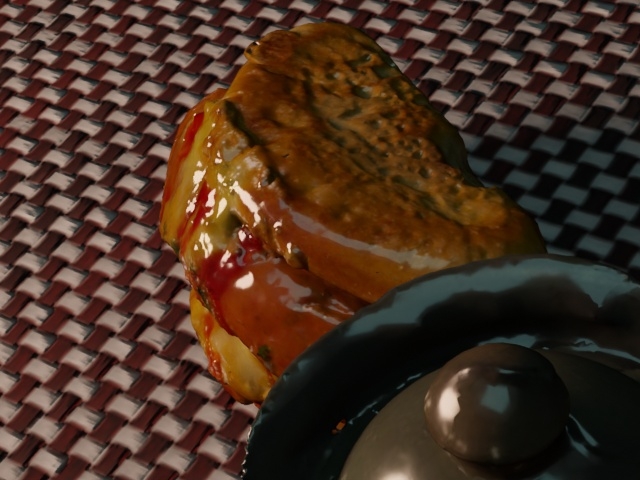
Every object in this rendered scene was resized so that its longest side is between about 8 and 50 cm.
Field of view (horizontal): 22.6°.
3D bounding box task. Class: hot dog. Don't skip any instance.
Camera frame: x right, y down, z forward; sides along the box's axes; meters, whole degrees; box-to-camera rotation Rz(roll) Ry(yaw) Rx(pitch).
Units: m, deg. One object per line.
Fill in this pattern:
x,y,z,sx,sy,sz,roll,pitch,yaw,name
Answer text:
0.000,0.000,0.813,0.153,0.150,0.256,-17,43,-17,hot dog

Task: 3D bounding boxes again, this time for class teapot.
0.040,0.133,0.557,0.305,0.285,0.223,2,46,16,teapot
